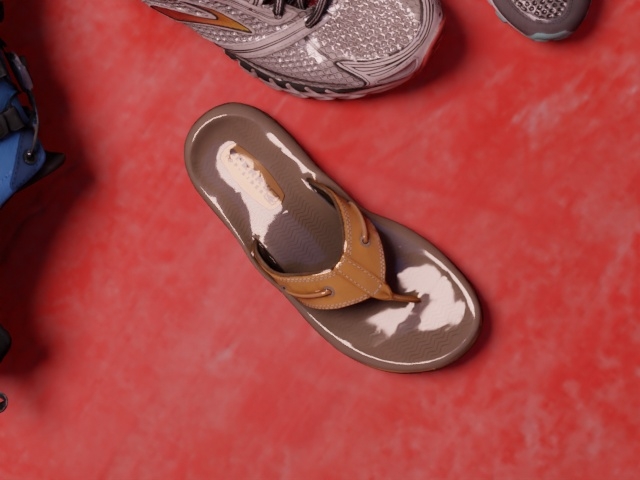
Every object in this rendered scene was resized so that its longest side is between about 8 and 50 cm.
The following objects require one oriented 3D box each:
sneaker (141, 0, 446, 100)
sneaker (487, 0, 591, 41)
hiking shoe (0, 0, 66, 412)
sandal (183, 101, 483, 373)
[{"bbox_3d":[-0.048,-0.132,0.605,0.225,0.093,0.088,21,92,6],"label":"sneaker"},{"bbox_3d":[0.099,-0.179,0.597,0.064,0.076,0.167,-7,88,8],"label":"sneaker"},{"bbox_3d":[-0.187,-0.076,0.615,0.132,0.113,0.304,12,93,-20],"label":"hiking shoe"},{"bbox_3d":[0.000,0.000,0.619,0.180,0.049,0.072,43,94,6],"label":"sandal"}]
